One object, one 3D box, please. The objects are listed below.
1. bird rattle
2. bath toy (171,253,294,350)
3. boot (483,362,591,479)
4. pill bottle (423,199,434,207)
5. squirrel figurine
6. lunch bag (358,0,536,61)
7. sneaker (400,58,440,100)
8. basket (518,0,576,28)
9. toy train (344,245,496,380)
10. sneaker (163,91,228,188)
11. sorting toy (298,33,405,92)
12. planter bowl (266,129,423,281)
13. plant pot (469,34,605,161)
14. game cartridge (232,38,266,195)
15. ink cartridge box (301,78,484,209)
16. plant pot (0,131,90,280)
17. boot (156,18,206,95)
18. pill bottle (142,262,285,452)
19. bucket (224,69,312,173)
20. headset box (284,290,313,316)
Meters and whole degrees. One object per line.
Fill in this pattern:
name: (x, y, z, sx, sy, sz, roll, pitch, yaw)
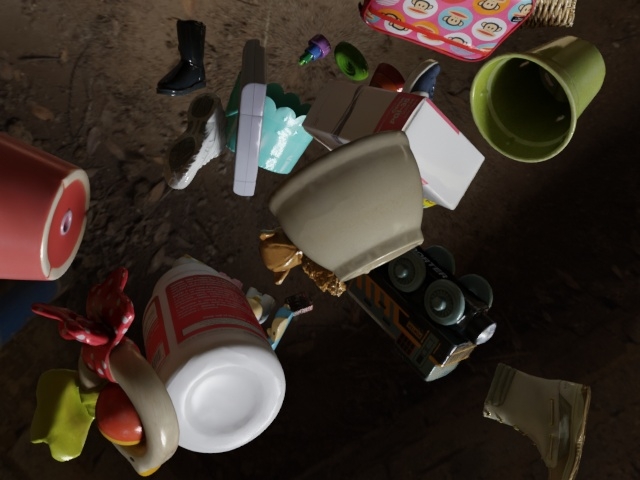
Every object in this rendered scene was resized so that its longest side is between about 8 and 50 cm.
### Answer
bird rattle: (-0.235, 0.168, 0.688, 0.207, 0.143, 0.254, 42, 125, 15)
bath toy: (-0.245, 0.157, 1.495, 0.348, 0.151, 0.129, 25, 80, 12)
boot: (0.363, 0.332, 1.002, 0.165, 0.077, 0.214, 11, 95, 31)
pill bottle: (0.388, -0.184, 1.895, 0.117, 0.208, 0.118, 5, 78, -25)
squirrel figurine: (0.000, 0.000, 1.803, 0.370, 0.397, 0.281, -17, 114, -14)
lunch bag: (0.229, -0.460, 1.102, 0.292, 0.258, 0.120, 14, 72, -14)
sneaker: (0.247, -0.300, 1.463, 0.148, 0.131, 0.350, 29, 72, 8)
basket: (0.493, -0.676, 1.365, 0.222, 0.214, 0.299, 1, 144, 12)
toy train: (0.161, 0.095, 1.063, 0.334, 0.142, 0.190, 44, 121, 32)
sneaker: (-0.255, -0.200, 1.262, 0.090, 0.115, 0.232, 13, 69, 27)
sorting toy: (0.072, -0.469, 1.653, 0.365, 0.127, 0.126, 37, 74, 27)
planter bowl: (0.041, -0.025, 0.597, 0.162, 0.162, 0.109, -28, 81, 8)
plant pot: (0.557, -0.373, 1.430, 0.253, 0.276, 0.276, -36, 108, -28)
game cartridge: (-0.155, -0.252, 1.253, 0.062, 0.198, 0.297, 7, 136, -7)
ink cartridge box: (0.127, -0.187, 1.084, 0.207, 0.283, 0.117, 31, 90, -39)
plant pot: (-0.534, -0.055, 0.955, 0.243, 0.275, 0.275, 13, 107, -6)
boot: (-0.418, -0.553, 1.742, 0.094, 0.246, 0.207, 10, 116, 15)
pill bottle: (-0.231, 0.202, 1.155, 0.228, 0.408, 0.229, -8, 113, -18)
bucket: (-0.146, -0.327, 1.617, 0.281, 0.281, 0.183, 29, 109, -9)
headset box: (-0.068, 0.208, 1.909, 0.083, 0.062, 0.032, -18, 147, -19)
